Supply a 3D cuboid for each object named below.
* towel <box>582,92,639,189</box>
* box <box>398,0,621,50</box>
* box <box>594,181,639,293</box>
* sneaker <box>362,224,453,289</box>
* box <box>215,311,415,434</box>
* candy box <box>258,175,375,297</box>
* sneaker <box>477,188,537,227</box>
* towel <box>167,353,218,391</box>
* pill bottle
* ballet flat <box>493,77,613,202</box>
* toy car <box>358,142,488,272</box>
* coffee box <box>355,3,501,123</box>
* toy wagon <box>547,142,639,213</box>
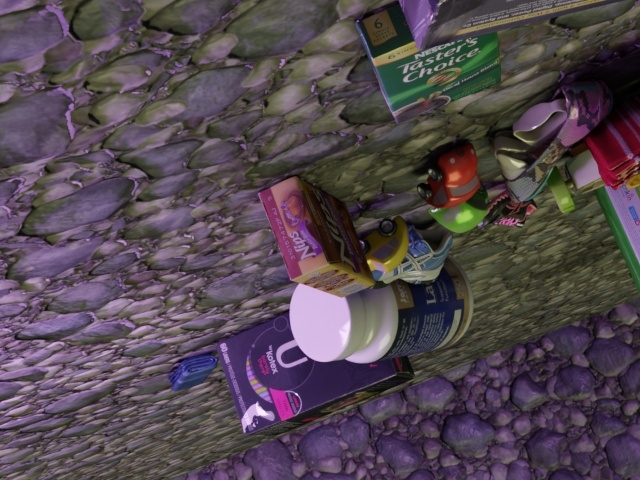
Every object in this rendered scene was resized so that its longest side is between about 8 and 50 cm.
[{"bbox_3d":[0.416,-0.159,1.278,0.275,0.031,0.199,-31,-165,13],"label":"towel"},{"bbox_3d":[0.260,-0.271,0.753,0.395,0.097,0.318,-15,162,-11],"label":"box"},{"bbox_3d":[0.573,-0.015,1.759,0.231,0.261,0.127,-23,166,4],"label":"box"},{"bbox_3d":[0.099,0.014,1.626,0.211,0.080,0.081,-7,138,-43],"label":"sneaker"},{"bbox_3d":[-0.008,0.198,1.916,0.270,0.165,0.143,-24,165,11],"label":"box"},{"bbox_3d":[0.000,0.000,1.347,0.053,0.109,0.187,-25,165,15],"label":"candy box"},{"bbox_3d":[0.257,-0.039,1.601,0.119,0.057,0.047,-31,179,-40],"label":"sneaker"},{"bbox_3d":[-0.216,0.222,1.986,0.067,0.029,0.119,-14,163,-24],"label":"towel"},{"bbox_3d":[0.090,0.100,1.729,0.265,0.153,0.153,-6,159,-45],"label":"pill bottle"},{"bbox_3d":[0.251,-0.119,1.363,0.079,0.076,0.221,6,151,-20],"label":"ballet flat"},{"bbox_3d":[0.157,-0.034,1.487,0.239,0.053,0.225,-44,161,31],"label":"toy car"},{"bbox_3d":[0.100,-0.165,1.036,0.113,0.040,0.184,-22,165,4],"label":"coffee box"},{"bbox_3d":[0.427,-0.117,1.538,0.267,0.068,0.344,-23,175,11],"label":"toy wagon"}]
